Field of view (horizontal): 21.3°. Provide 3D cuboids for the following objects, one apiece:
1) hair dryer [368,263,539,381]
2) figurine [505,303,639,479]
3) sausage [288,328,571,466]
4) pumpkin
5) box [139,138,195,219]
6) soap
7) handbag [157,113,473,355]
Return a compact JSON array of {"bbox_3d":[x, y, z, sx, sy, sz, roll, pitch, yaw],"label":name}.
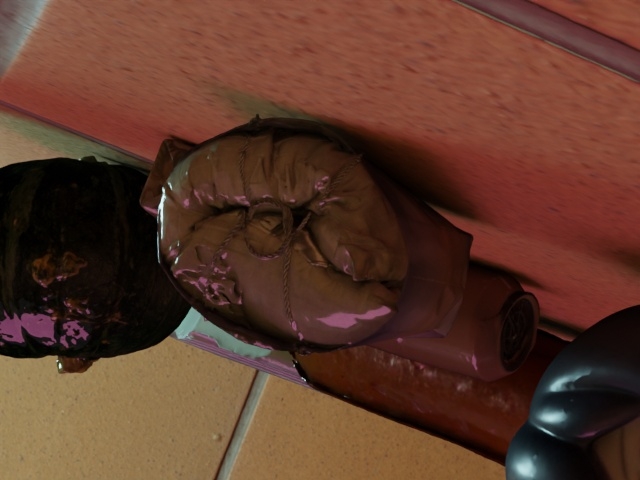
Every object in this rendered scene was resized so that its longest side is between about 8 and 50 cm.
[{"bbox_3d":[0.096,0.048,1.031,0.117,0.064,0.182,15,180,33],"label":"hair dryer"},{"bbox_3d":[0.203,0.114,0.699,0.265,0.175,0.197,26,-176,38],"label":"figurine"},{"bbox_3d":[0.119,0.097,1.161,0.330,0.102,0.102,21,176,33],"label":"sausage"},{"bbox_3d":[-0.170,0.016,1.158,0.190,0.146,0.190,5,162,1],"label":"pumpkin"},{"bbox_3d":[-0.060,-0.021,0.950,0.062,0.045,0.098,20,173,6],"label":"box"},{"bbox_3d":[-0.025,0.095,1.723,0.230,0.091,0.145,22,171,-12],"label":"soap"},{"bbox_3d":[0.000,0.000,0.749,0.117,0.095,0.173,13,-179,14],"label":"handbag"}]
